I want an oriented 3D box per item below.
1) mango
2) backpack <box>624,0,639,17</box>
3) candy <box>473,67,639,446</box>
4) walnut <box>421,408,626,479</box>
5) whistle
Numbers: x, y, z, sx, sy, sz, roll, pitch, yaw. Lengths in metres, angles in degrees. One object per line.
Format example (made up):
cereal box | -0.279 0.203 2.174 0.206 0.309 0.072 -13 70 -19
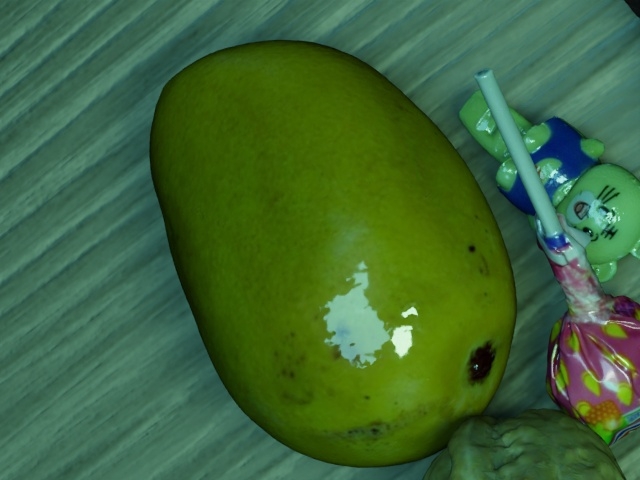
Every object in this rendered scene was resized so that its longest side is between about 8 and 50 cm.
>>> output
mango | 0.000 0.000 1.641 0.300 0.232 0.446 -44 63 20
backpack | 0.425 -0.199 1.479 0.317 0.197 0.283 -27 75 19
candy | 0.206 0.012 1.526 0.124 0.124 0.365 -18 116 22
walnut | 0.171 0.239 1.492 0.198 0.245 0.198 1 117 1
whistle | 0.215 -0.059 1.623 0.227 0.085 0.105 43 109 21
